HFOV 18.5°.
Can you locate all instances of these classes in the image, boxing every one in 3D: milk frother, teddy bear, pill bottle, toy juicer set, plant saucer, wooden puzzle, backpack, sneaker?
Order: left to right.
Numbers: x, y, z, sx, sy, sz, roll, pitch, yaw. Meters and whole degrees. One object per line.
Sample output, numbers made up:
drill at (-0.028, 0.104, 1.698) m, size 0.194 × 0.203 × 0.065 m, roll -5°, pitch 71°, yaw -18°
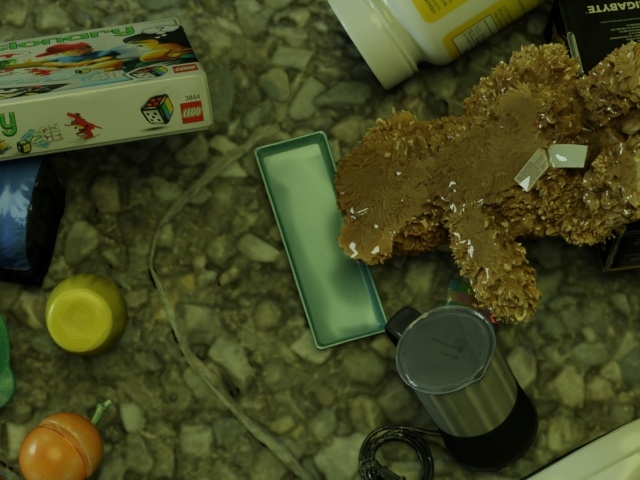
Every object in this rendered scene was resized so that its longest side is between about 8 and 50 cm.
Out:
toy juicer set at (-0.326, 0.128, 1.619) m, size 0.329 × 0.089 × 0.209 m, roll 2°, pitch 92°, yaw -2°
backpack at (-0.269, -0.021, 1.645) m, size 0.101 × 0.120 × 0.098 m, roll 6°, pitch 72°, yaw -3°
plant saucer at (0.000, 0.000, 1.715) m, size 0.067 × 0.018 × 0.192 m, roll -15°, pitch 73°, yaw -9°
milk frother at (0.089, 0.141, 1.614) m, size 0.129 × 0.135 × 0.143 m, roll 18°, pitch 65°, yaw 34°
pill bottle at (0.118, -0.228, 1.724) m, size 0.208 × 0.119 × 0.119 m, roll -32°, pitch 77°, yaw 5°
wooden puzzle at (0.132, 0.062, 1.711) m, size 0.049 × 0.006 × 0.083 m, roll 14°, pitch 71°, yaw 0°
teddy bear at (0.179, -0.055, 1.641) m, size 0.338 × 0.113 × 0.245 m, roll -30°, pitch 61°, yaw 21°
sneaker at (0.225, 0.232, 1.620) m, size 0.290 × 0.106 × 0.123 m, roll -30°, pitch 80°, yaw -2°

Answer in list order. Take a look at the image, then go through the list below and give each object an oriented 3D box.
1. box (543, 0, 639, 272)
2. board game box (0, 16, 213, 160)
box at (0.380, -0.114, 1.728) m, size 0.322 × 0.079 × 0.257 m, roll -7°, pitch 63°, yaw -7°
board game box at (-0.253, -0.121, 1.650) m, size 0.305 × 0.193 × 0.053 m, roll -9°, pitch 111°, yaw -8°
